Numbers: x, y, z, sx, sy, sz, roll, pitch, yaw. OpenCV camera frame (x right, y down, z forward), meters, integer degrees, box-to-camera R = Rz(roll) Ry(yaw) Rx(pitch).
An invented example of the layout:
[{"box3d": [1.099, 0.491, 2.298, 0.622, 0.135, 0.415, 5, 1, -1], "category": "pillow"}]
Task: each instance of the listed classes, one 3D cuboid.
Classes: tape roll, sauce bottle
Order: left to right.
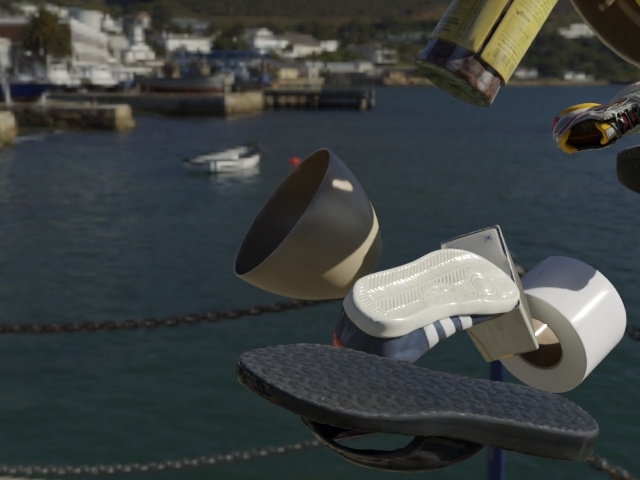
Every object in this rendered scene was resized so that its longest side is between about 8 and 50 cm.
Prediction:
[{"box3d": [0.247, -0.326, 1.146, 0.111, 0.344, 0.111, 34, -1, 1], "category": "sauce bottle"}, {"box3d": [0.499, 0.178, 2.046, 0.246, 0.246, 0.169, 10, 33, 45], "category": "tape roll"}]

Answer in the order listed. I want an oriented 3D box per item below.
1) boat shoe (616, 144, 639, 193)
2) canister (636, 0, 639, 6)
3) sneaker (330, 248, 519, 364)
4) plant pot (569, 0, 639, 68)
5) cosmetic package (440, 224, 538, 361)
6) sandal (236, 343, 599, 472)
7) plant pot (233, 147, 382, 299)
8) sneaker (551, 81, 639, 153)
[{"box3d": [0.778, -0.152, 1.972, 0.324, 0.122, 0.120, 2, 16, 23], "category": "boat shoe"}, {"box3d": [0.389, -0.244, 0.932, 0.126, 0.073, 0.170, 36, -2, -36], "category": "canister"}, {"box3d": [0.149, 0.113, 1.428, 0.350, 0.148, 0.131, -6, 44, -40], "category": "sneaker"}, {"box3d": [0.581, -0.489, 1.525, 0.305, 0.334, 0.334, -36, 15, -4], "category": "plant pot"}, {"box3d": [0.319, 0.107, 1.783, 0.113, 0.160, 0.309, -17, -25, 13], "category": "cosmetic package"}, {"box3d": [0.114, 0.219, 1.134, 0.446, 0.107, 0.167, 13, 14, -11], "category": "sandal"}, {"box3d": [0.000, 0.000, 1.765, 0.191, 0.284, 0.284, 37, -1, -17], "category": "plant pot"}, {"box3d": [0.509, -0.200, 1.640, 0.225, 0.088, 0.092, -20, 25, 24], "category": "sneaker"}]
